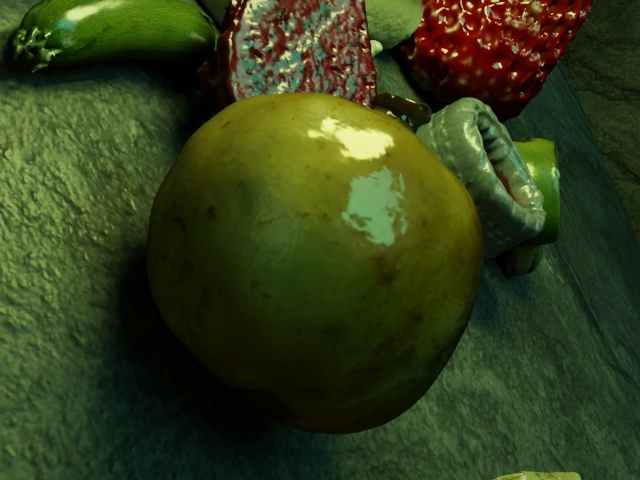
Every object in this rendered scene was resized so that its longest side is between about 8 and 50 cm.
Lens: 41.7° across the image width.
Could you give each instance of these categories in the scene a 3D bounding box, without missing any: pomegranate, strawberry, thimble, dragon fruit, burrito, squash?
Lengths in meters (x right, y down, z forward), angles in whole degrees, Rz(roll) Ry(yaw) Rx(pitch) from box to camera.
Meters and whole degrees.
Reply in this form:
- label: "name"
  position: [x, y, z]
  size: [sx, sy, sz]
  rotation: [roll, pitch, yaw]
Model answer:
- label: "pomegranate"
  position: [0.329, -0.065, 1.463]
  size: [0.241, 0.159, 0.190]
  rotation: [69, 21, -56]
- label: "pomegranate"
  position: [-0.002, 0.018, 0.719]
  size: [0.307, 0.307, 0.307]
  rotation: [39, 35, -36]
- label: "strawberry"
  position: [0.333, -0.383, 1.529]
  size: [0.317, 0.345, 0.295]
  rotation: [51, 29, -20]
- label: "thimble"
  position: [0.213, -0.082, 1.256]
  size: [0.236, 0.172, 0.205]
  rotation: [43, 36, -27]
- label: "dragon fruit"
  position: [-0.056, -0.163, 0.922]
  size: [0.205, 0.152, 0.317]
  rotation: [-5, 88, -41]
- label: "burrito"
  position: [0.069, -0.397, 1.366]
  size: [0.299, 0.105, 0.143]
  rotation: [-3, 64, -58]
- label: "squash"
  position: [-0.186, -0.204, 0.809]
  size: [0.071, 0.080, 0.318]
  rotation: [28, 20, 18]

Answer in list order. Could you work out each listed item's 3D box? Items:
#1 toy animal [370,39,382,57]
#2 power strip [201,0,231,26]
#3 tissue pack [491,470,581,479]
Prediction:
- label: "toy animal"
  position: [-0.006, -0.285, 1.119]
  size: [0.104, 0.131, 0.221]
  rotation: [-33, 93, -51]
- label: "power strip"
  position: [-0.091, -0.287, 1.029]
  size: [0.272, 0.078, 0.052]
  rotation: [52, 26, -17]
- label: "tissue pack"
  position: [0.288, 0.399, 1.033]
  size: [0.186, 0.090, 0.222]
  rotation: [22, 47, -47]
